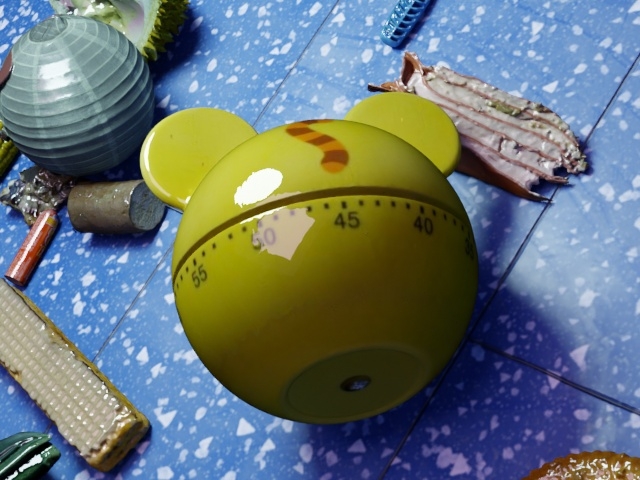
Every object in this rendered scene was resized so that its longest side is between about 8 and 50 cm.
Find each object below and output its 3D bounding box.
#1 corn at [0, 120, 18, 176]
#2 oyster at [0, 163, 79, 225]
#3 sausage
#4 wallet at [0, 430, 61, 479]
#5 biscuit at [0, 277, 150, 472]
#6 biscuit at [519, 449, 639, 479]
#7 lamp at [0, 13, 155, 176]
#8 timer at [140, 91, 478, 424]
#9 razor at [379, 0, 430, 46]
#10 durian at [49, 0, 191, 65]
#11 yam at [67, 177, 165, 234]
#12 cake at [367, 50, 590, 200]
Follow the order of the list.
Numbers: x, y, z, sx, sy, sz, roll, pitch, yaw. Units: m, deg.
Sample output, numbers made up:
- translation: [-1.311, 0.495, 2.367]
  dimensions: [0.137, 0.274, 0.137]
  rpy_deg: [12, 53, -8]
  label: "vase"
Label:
- translation: [-0.511, -0.165, 2.171]
  dimensions: [0.080, 0.080, 0.231]
  rpy_deg: [17, 71, 40]
  label: "corn"
- translation: [-0.414, -0.093, 2.080]
  dimensions: [0.148, 0.051, 0.103]
  rpy_deg: [-42, 53, -12]
  label: "oyster"
- translation: [-0.421, 0.005, 2.028]
  dimensions: [0.034, 0.034, 0.129]
  rpy_deg: [12, 67, 38]
  label: "sausage"
- translation: [-0.451, 0.324, 1.739]
  dimensions: [0.236, 0.055, 0.160]
  rpy_deg: [-36, 14, -28]
  label: "wallet"
- translation: [-0.360, 0.179, 1.855]
  dimensions: [0.094, 0.054, 0.379]
  rpy_deg: [-51, 47, -5]
  label: "biscuit"
- translation: [0.265, 0.323, 1.360]
  dimensions: [0.254, 0.035, 0.254]
  rpy_deg: [-18, 52, 24]
  label: "biscuit"
- translation: [-0.355, -0.217, 1.988]
  dimensions: [0.233, 0.233, 0.265]
  rpy_deg: [-19, 29, 22]
  label: "lamp"
- translation: [0.000, 0.000, 1.544]
  dimensions: [0.376, 0.376, 0.386]
  rpy_deg: [-24, 57, 18]
  label: "timer"
- translation: [0.161, -0.373, 1.900]
  dimensions: [0.082, 0.042, 0.253]
  rpy_deg: [33, 80, 1]
  label: "razor"
- translation: [-0.321, -0.366, 2.121]
  dimensions: [0.172, 0.166, 0.306]
  rpy_deg: [-48, 56, 1]
  label: "durian"
- translation: [-0.292, -0.048, 1.947]
  dimensions: [0.127, 0.084, 0.084]
  rpy_deg: [2, 62, 35]
  label: "yam"
- translation: [0.197, -0.133, 1.690]
  dimensions: [0.287, 0.135, 0.098]
  rpy_deg: [30, 73, 22]
  label: "cake"
